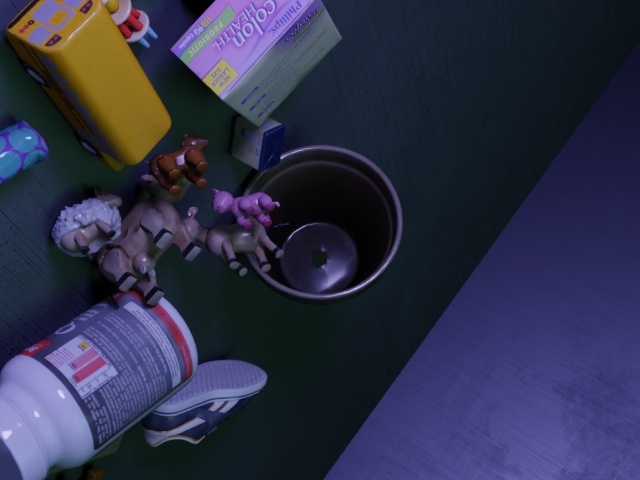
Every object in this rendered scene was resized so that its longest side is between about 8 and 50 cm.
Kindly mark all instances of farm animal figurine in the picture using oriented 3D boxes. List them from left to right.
[{"bbox_3d":[-0.250,-0.031,1.605,0.327,0.172,0.330,-37,138,-5],"label":"farm animal figurine"}]

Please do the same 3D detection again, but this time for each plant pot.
[{"bbox_3d":[0.000,0.000,1.976,0.323,0.323,0.280,-53,169,-14],"label":"plant pot"}]

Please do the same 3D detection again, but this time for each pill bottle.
[{"bbox_3d":[-0.397,0.244,1.574,0.363,0.210,0.210,-36,145,-40],"label":"pill bottle"}]

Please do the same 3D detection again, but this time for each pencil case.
[{"bbox_3d":[-0.446,-0.100,1.294,0.152,0.064,0.070,-43,134,-30],"label":"pencil case"}]

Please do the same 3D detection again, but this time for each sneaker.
[{"bbox_3d":[-0.256,0.349,2.040,0.321,0.126,0.127,-9,121,-45],"label":"sneaker"}]

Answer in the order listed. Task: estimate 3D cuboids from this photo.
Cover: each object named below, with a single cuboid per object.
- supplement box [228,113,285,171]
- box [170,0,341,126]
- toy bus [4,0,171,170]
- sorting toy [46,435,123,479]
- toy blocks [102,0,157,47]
[{"bbox_3d":[-0.119,-0.187,1.767,0.056,0.083,0.083,-30,142,-46],"label":"supplement box"},{"bbox_3d":[-0.095,-0.316,1.522,0.213,0.117,0.243,-46,171,5],"label":"box"},{"bbox_3d":[-0.312,-0.215,1.340,0.108,0.130,0.332,-52,153,-16],"label":"toy bus"},{"bbox_3d":[-0.448,0.376,1.824,0.229,0.041,0.307,-9,125,-64],"label":"sorting toy"},{"bbox_3d":[-0.266,-0.352,1.367,0.123,0.054,0.148,-58,154,-3],"label":"toy blocks"}]
